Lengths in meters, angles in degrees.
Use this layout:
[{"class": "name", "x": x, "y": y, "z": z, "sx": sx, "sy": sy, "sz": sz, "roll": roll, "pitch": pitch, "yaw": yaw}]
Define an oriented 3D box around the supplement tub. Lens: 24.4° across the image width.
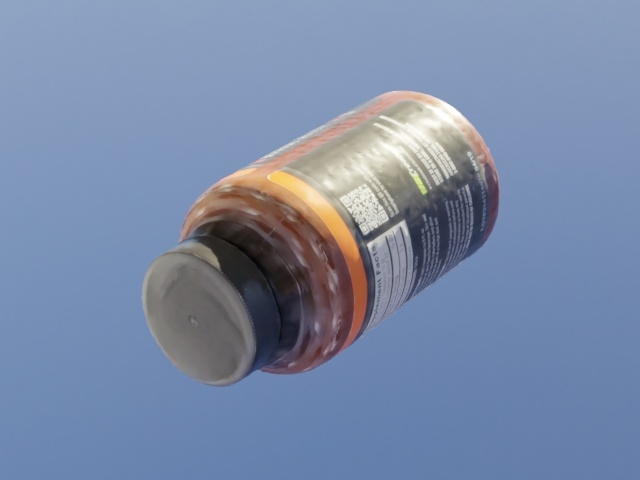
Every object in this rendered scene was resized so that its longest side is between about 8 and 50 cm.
[{"class": "supplement tub", "x": 0.000, "y": 0.000, "z": 0.754, "sx": 0.106, "sy": 0.106, "sz": 0.198, "roll": 3, "pitch": -156, "yaw": 40}]
